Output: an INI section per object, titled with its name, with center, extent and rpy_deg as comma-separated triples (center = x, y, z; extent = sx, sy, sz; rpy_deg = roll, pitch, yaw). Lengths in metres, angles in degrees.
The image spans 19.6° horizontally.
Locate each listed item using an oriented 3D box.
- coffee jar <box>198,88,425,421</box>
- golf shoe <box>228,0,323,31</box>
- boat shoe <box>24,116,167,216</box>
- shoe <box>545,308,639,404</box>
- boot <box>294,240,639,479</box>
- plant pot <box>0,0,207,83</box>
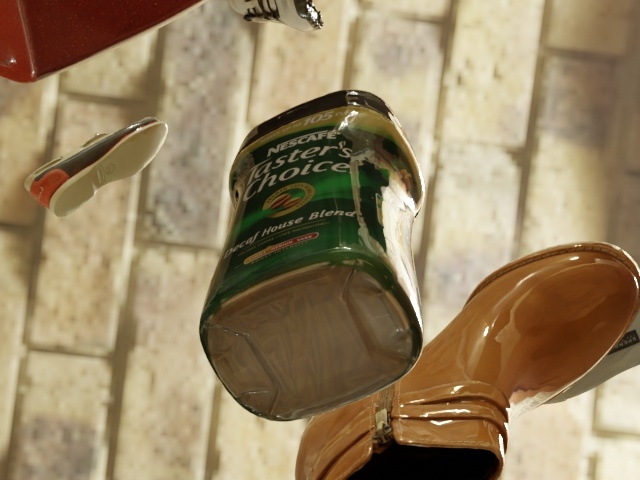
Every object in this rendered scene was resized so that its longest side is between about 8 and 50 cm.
[coffee jar]
center = 0.000, 0.000, 0.880
extent = 0.079, 0.096, 0.184
rpy_deg = 61, 16, -25
[golf shoe]
center = -0.053, -0.267, 2.081
extent = 0.198, 0.093, 0.077
rpy_deg = -128, -156, -75
[boat shoe]
center = -0.191, -0.070, 1.596
extent = 0.137, 0.043, 0.049
rpy_deg = -37, 146, -28
[shoe]
center = 0.211, 0.075, 1.455
extent = 0.081, 0.178, 0.064
rpy_deg = -80, 150, -77
[boot]
center = 0.107, 0.104, 1.271
extent = 0.220, 0.283, 0.109
rpy_deg = -88, 153, -81
[plant pot]
center = -0.174, -0.242, 0.995
extent = 0.236, 0.267, 0.267
rpy_deg = -55, 155, -36
